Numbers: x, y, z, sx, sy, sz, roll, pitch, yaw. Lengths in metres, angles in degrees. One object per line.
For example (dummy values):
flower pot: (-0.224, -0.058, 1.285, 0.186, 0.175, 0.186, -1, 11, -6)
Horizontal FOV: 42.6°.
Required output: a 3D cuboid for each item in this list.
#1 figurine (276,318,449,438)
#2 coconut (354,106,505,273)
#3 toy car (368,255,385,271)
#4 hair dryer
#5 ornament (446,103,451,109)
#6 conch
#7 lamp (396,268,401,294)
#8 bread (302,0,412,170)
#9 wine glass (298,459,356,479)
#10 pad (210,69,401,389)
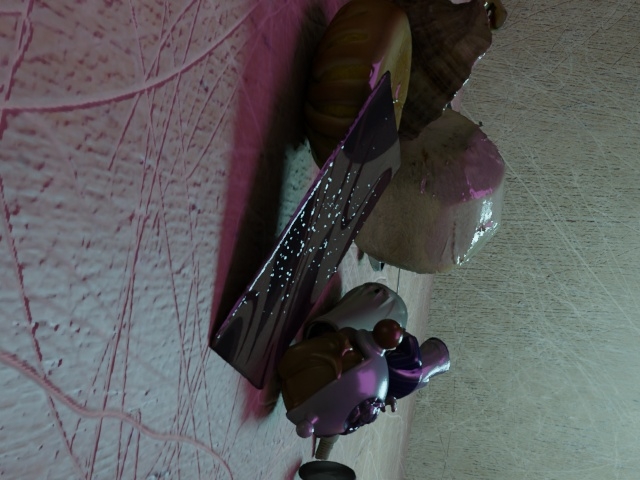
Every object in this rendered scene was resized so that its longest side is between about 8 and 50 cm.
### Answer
figurine: (0.053, 0.182, 1.069, 0.274, 0.194, 0.133, 25, 40, -61)
coconut: (0.160, -0.065, 1.266, 0.245, 0.245, 0.247, -68, 159, -47)
toy car: (0.115, -0.044, 1.503, 0.095, 0.056, 0.204, 1, 101, -78)
hair dryer: (0.031, 0.188, 1.238, 0.298, 0.119, 0.296, -66, 159, -10)
ornament: (0.273, -0.352, 1.972, 0.236, 0.080, 0.202, -63, 155, -63)
conch: (0.124, -0.266, 1.142, 0.210, 0.159, 0.291, -57, -173, -21)
lamp: (0.192, 0.076, 1.958, 0.056, 0.050, 0.198, -12, 112, -74)
bread: (0.039, -0.174, 0.953, 0.213, 0.105, 0.213, 15, 90, -78)
wine glass: (0.001, 0.444, 1.238, 0.093, 0.093, 0.202, -30, 125, -74)
pad: (0.000, 0.000, 0.880, 0.330, 0.004, 0.220, -58, 162, -13)
